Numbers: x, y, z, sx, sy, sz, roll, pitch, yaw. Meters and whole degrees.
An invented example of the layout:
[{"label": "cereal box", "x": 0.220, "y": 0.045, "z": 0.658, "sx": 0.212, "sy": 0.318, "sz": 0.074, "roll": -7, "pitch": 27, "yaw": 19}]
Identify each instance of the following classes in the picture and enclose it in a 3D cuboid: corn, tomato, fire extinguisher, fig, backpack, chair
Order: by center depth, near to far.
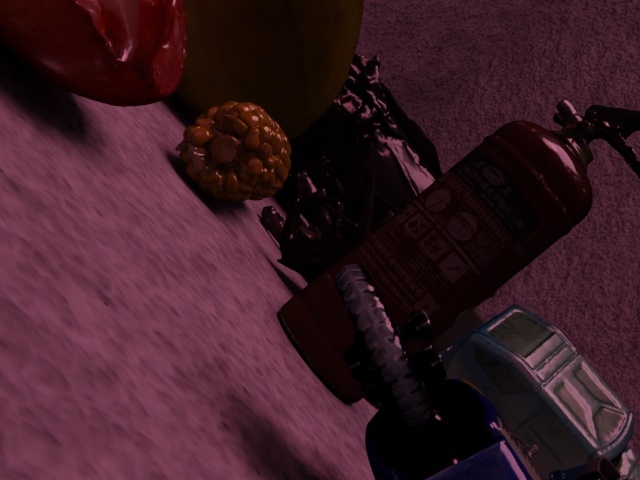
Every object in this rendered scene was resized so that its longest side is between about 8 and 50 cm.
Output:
[{"label": "tomato", "x": -0.170, "y": -0.194, "z": 0.492, "sx": 0.200, "sy": 0.139, "sz": 0.233, "roll": -35, "pitch": 120, "yaw": -79}, {"label": "fire extinguisher", "x": 0.137, "y": -0.001, "z": 0.642, "sx": 0.138, "sy": 0.344, "sz": 0.102, "roll": 54, "pitch": 5, "yaw": 30}, {"label": "chair", "x": 0.027, "y": 0.050, "z": 0.821, "sx": 0.106, "sy": 0.113, "sz": 0.229, "roll": 31, "pitch": 60, "yaw": -53}, {"label": "corn", "x": -0.078, "y": -0.084, "z": 0.854, "sx": 0.101, "sy": 0.101, "sz": 0.292, "roll": 51, "pitch": 1, "yaw": 2}, {"label": "fig", "x": -0.096, "y": -0.293, "z": 1.099, "sx": 0.343, "sy": 0.343, "sz": 0.343, "roll": 50, "pitch": 4, "yaw": -5}, {"label": "backpack", "x": 0.071, "y": -0.125, "z": 1.467, "sx": 0.446, "sy": 0.255, "sz": 0.363, "roll": 53, "pitch": -19, "yaw": -5}]

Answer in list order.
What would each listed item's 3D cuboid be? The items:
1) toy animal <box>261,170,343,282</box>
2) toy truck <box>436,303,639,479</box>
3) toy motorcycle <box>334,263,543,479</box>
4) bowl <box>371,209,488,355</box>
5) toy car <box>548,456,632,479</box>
[{"label": "toy animal", "x": 0.000, "y": 0.000, "z": 1.019, "sx": 0.148, "sy": 0.084, "sz": 0.233, "roll": 51, "pitch": 0, "yaw": -17}, {"label": "toy truck", "x": 0.241, "y": 0.215, "z": 0.881, "sx": 0.155, "sy": 0.156, "sz": 0.279, "roll": -22, "pitch": 68, "yaw": -47}, {"label": "toy motorcycle", "x": 0.088, "y": 0.157, "z": 0.378, "sx": 0.315, "sy": 0.113, "sz": 0.169, "roll": 62, "pitch": -1, "yaw": 23}, {"label": "bowl", "x": 0.145, "y": 0.106, "z": 1.235, "sx": 0.289, "sy": 0.146, "sz": 0.289, "roll": 49, "pitch": 5, "yaw": -6}, {"label": "toy car", "x": 0.201, "y": 0.265, "z": 0.625, "sx": 0.097, "sy": 0.100, "sz": 0.191, "roll": 50, "pitch": 37, "yaw": -14}]
